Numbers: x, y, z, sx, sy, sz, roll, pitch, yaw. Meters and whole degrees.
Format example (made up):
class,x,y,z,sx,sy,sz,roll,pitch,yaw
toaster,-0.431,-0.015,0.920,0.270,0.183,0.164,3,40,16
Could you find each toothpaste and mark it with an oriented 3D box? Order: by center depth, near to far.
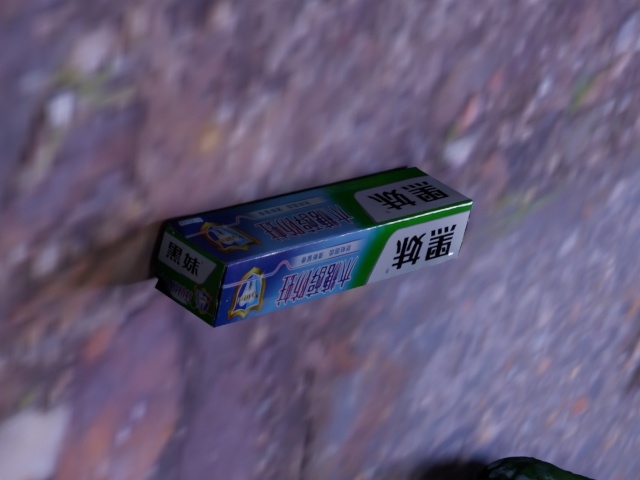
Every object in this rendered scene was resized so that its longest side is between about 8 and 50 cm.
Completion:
class,x,y,z,sx,sy,sz,roll,pitch,yaw
toothpaste,0.000,0.000,0.421,0.083,0.020,0.017,-15,127,-46

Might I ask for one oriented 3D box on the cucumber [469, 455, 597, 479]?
class,x,y,z,sx,sy,sz,roll,pitch,yaw
cucumber,0.073,0.089,0.587,0.039,0.039,0.168,-57,150,5
